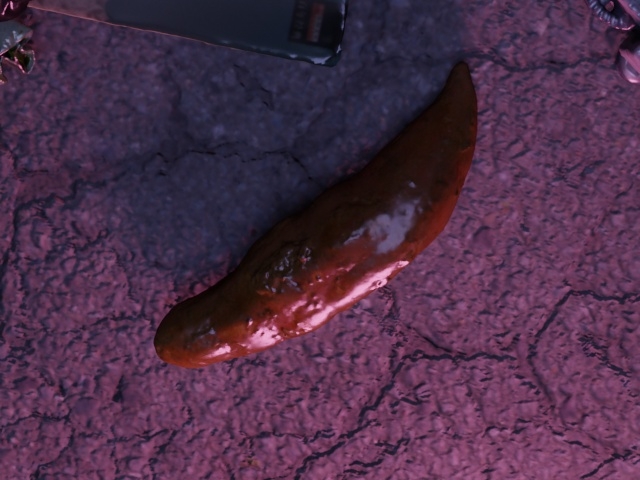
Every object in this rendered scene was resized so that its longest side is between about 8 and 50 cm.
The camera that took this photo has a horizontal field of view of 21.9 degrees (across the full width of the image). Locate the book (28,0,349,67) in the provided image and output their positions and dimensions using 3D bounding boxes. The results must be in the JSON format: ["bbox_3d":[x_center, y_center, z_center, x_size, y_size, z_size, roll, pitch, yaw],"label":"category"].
[{"bbox_3d":[-0.145,-0.287,1.236,0.379,0.031,0.264,11,116,-1],"label":"book"}]

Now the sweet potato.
[{"bbox_3d":[0.010,0.009,1.326,0.354,0.095,0.106,-41,66,16],"label":"sweet potato"}]

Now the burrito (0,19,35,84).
[{"bbox_3d":[-0.283,-0.153,1.299,0.118,0.044,0.074,14,106,-1],"label":"burrito"}]

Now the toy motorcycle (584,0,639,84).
[{"bbox_3d":[0.321,-0.151,1.238,0.171,0.110,0.260,-41,100,3],"label":"toy motorcycle"}]

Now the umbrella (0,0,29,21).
[{"bbox_3d":[-0.205,-0.222,1.212,0.357,0.106,0.113,-17,104,18],"label":"umbrella"}]
